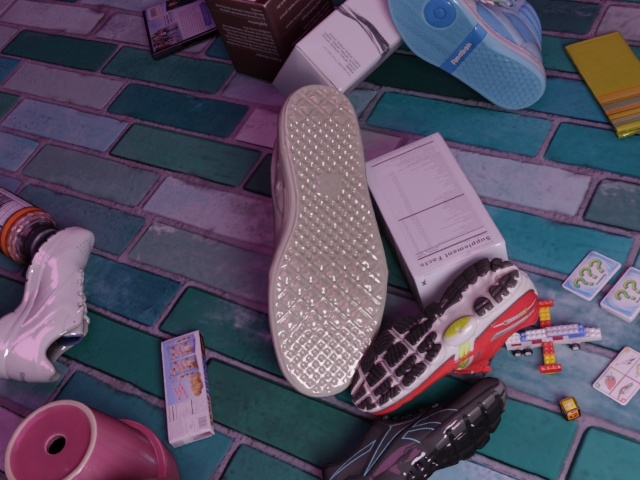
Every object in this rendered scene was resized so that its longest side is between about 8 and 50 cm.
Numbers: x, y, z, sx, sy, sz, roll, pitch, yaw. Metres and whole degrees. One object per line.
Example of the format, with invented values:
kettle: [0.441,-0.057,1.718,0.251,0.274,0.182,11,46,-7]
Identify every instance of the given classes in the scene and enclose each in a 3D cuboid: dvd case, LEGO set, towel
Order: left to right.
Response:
dvd case: [-0.263,-0.496,1.881,0.253,0.022,0.180,-21,49,2]
LEGO set: [0.360,0.118,1.132,0.244,0.060,0.182,-44,47,-16]
towel: [0.493,-0.262,1.420,0.102,0.021,0.237,-14,48,1]

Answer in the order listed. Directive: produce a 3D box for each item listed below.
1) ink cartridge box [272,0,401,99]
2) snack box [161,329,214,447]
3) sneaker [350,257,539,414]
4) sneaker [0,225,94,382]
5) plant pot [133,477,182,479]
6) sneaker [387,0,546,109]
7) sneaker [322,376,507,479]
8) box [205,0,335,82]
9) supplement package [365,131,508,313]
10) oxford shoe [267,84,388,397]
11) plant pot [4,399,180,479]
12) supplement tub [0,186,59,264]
ink cartridge box: [0.060,-0.348,1.515,0.114,0.197,0.273,46,72,-4]
snack box: [-0.199,0.217,1.273,0.064,0.022,0.178,-19,48,5]
sneaker: [0.167,0.147,1.105,0.279,0.118,0.107,-38,35,9]
sneaker: [-0.430,0.110,1.410,0.129,0.111,0.297,12,60,9]
plant pot: [-0.193,0.385,1.040,0.237,0.237,0.110,-22,11,2]
sneaker: [0.251,-0.376,1.452,0.127,0.319,0.208,-36,27,41]
sneaker: [0.118,0.249,1.081,0.267,0.101,0.106,-36,47,-11]
box: [-0.088,-0.433,1.644,0.168,0.203,0.167,22,62,32]
supplement package: [0.167,-0.015,1.256,0.139,0.134,0.244,-22,48,1]
oxford shoe: [0.000,0.000,1.229,0.169,0.130,0.449,1,73,-12]
plant pot: [-0.313,0.309,1.135,0.201,0.180,0.201,-11,49,13]
supplement tub: [-0.543,-0.021,1.538,0.198,0.106,0.106,26,64,33]
